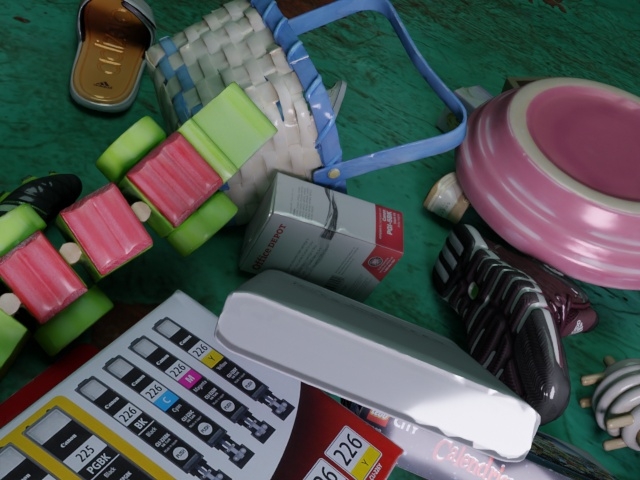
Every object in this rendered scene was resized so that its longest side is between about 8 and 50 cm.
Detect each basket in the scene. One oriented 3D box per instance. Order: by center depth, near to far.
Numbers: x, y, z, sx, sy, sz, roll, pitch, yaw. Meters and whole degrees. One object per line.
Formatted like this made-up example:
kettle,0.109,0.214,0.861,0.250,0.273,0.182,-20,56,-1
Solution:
basket,-0.022,-0.153,0.877,0.289,0.201,0.255,-21,51,-4

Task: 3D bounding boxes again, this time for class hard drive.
hard drive,0.035,0.080,0.646,0.203,0.040,0.307,22,1,0

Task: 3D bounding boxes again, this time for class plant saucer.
plant saucer,0.331,-0.090,0.993,0.332,0.084,0.332,8,45,-8

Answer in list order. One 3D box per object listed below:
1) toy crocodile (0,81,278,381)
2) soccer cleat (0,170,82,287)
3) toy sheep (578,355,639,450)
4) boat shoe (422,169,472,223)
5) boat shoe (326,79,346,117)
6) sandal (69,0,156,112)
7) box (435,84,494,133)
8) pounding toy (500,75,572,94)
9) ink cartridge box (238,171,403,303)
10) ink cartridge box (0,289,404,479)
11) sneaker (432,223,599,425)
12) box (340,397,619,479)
toy crocodile,-0.168,-0.011,0.666,0.340,0.105,0.115,-41,98,-22
soccer cleat,-0.273,-0.003,0.718,0.072,0.060,0.179,46,48,10
toy sheep,0.308,0.159,0.813,0.091,0.091,0.132,10,35,-18
boat shoe,0.196,-0.067,1.037,0.059,0.063,0.170,43,50,16
boat shoe,0.010,-0.186,1.094,0.035,0.035,0.100,23,45,-6
sandal,-0.245,-0.253,1.000,0.102,0.076,0.265,10,40,-18
box,0.293,-0.090,1.106,0.063,0.067,0.324,-20,57,-41
pounding toy,0.347,-0.164,1.212,0.141,0.100,0.130,-4,45,-16
ink cartridge box,0.000,0.000,0.807,0.135,0.099,0.056,17,49,-16
ink cartridge box,-0.145,0.180,0.511,0.272,0.130,0.309,33,39,12
sneaker,0.225,0.083,0.819,0.162,0.106,0.281,17,27,-18
box,0.131,0.170,0.672,0.233,0.044,0.159,23,3,-1
